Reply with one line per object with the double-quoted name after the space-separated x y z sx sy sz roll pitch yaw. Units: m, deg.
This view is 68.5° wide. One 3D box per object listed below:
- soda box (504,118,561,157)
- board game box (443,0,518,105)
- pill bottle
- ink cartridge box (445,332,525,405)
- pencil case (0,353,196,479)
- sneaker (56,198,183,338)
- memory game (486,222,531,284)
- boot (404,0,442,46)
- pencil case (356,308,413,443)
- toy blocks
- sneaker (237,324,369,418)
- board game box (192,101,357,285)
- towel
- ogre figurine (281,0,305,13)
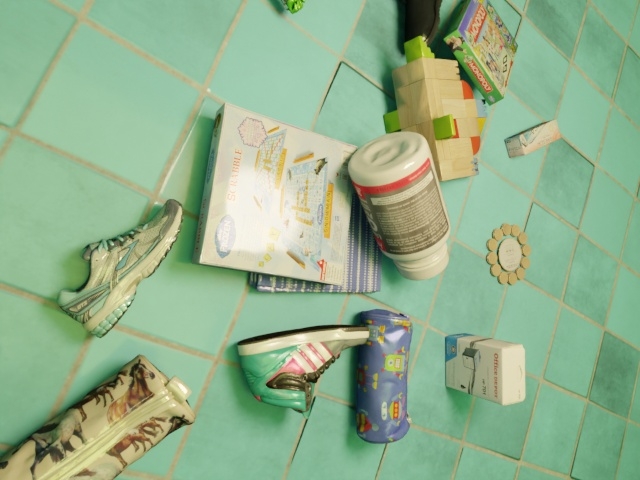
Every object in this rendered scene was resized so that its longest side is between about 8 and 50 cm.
0.640 -0.307 1.415 0.183 0.058 0.063 -25 101 -27 "soda box"
0.438 -0.529 1.259 0.213 0.046 0.317 46 48 -21 "board game box"
0.193 -0.066 1.061 0.176 0.176 0.319 -42 126 -22 "pill bottle"
0.416 0.323 1.204 0.082 0.190 0.140 1 88 -28 "ink cartridge box"
-0.408 0.359 0.772 0.410 0.183 0.160 -35 104 -25 "pencil case"
-0.357 0.028 0.850 0.122 0.110 0.283 37 72 -19 "sneaker"
0.557 0.040 1.388 0.186 0.012 0.187 1 88 -29 "memory game"
0.205 -0.612 1.169 0.207 0.094 0.247 27 70 -29 "boot"
0.153 0.315 1.104 0.132 0.119 0.307 2 88 -12 "pencil case"
0.324 -0.300 1.200 0.260 0.190 0.382 -14 95 -39 "toy blocks"
-0.023 0.281 1.008 0.295 0.123 0.179 -5 86 -20 "sneaker"
-0.083 -0.083 0.984 0.317 0.065 0.319 13 79 -29 "board game box"
0.000 0.000 1.086 0.335 0.040 0.244 5 84 -29 "towel"
-0.053 -0.609 1.035 0.118 0.096 0.197 39 83 -34 "ogre figurine"
